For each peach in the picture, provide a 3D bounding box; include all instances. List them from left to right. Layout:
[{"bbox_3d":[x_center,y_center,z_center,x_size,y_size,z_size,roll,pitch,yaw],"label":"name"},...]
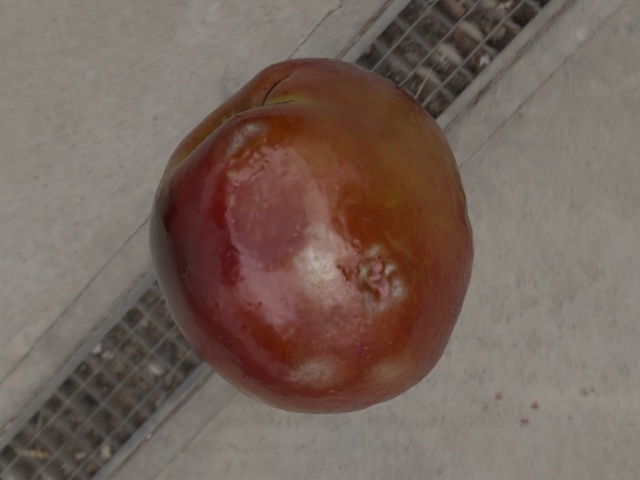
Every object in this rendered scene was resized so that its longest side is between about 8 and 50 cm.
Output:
[{"bbox_3d":[0.000,0.000,0.855,0.199,0.243,0.243,-4,111,58],"label":"peach"}]
